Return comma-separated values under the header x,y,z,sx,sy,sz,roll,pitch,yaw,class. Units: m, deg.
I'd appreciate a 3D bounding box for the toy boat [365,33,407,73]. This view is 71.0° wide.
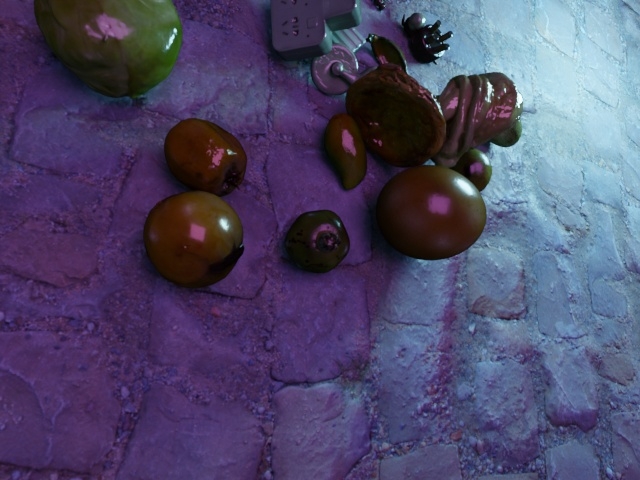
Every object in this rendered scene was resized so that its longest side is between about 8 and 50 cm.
x,y,z,sx,sy,sz,roll,pitch,yaw,class
0.240,-0.611,1.532,0.229,0.089,0.088,51,47,-11,toy boat

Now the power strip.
x,y,z,sx,sy,sz,roll,pitch,yaw,class
-0.008,-0.671,1.346,0.262,0.141,0.229,-4,88,16,power strip

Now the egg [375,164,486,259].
x,y,z,sx,sy,sz,roll,pitch,yaw,class
0.329,-0.081,1.336,0.352,0.283,0.282,2,77,-27,egg

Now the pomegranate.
x,y,z,sx,sy,sz,roll,pitch,yaw,class
0.000,0.000,1.194,0.180,0.210,0.179,1,87,-14,pomegranate

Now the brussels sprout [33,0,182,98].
x,y,z,sx,sy,sz,roll,pitch,yaw,class
-0.492,-0.495,1.056,0.329,0.247,0.327,13,57,-20,brussels sprout

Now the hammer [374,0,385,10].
x,y,z,sx,sy,sz,roll,pitch,yaw,class
0.296,-0.931,1.678,0.292,0.029,0.058,-40,99,-30,hammer

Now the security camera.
x,y,z,sx,sy,sz,roll,pitch,yaw,class
0.111,-0.505,1.421,0.302,0.080,0.157,25,99,-20,security camera

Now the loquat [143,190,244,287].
x,y,z,sx,sy,sz,roll,pitch,yaw,class
-0.291,-0.004,1.041,0.235,0.235,0.234,7,75,-25,loquat

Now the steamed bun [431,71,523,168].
x,y,z,sx,sy,sz,roll,pitch,yaw,class
0.465,-0.411,1.455,0.372,0.325,0.230,-38,98,-5,steamed bun

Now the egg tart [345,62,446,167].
x,y,z,sx,sy,sz,roll,pitch,yaw,class
0.236,-0.372,1.337,0.341,0.341,0.129,47,63,-9,egg tart

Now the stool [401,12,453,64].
x,y,z,sx,sy,sz,roll,pitch,yaw,class
0.385,-0.742,1.624,0.125,0.121,0.217,-43,103,-27,stool

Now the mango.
x,y,z,sx,sy,sz,roll,pitch,yaw,class
0.075,-0.270,1.357,0.126,0.111,0.232,-9,94,-17,mango

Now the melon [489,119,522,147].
x,y,z,sx,sy,sz,roll,pitch,yaw,class
0.670,-0.437,1.676,0.192,0.139,0.139,48,62,-12,melon

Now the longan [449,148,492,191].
x,y,z,sx,sy,sz,roll,pitch,yaw,class
0.520,-0.240,1.560,0.145,0.176,0.154,21,106,10,longan

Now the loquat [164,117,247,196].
x,y,z,sx,sy,sz,roll,pitch,yaw,class
-0.282,-0.201,1.111,0.234,0.176,0.187,43,34,13,loquat

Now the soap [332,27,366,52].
x,y,z,sx,sy,sz,roll,pitch,yaw,class
0.039,-0.681,1.461,0.198,0.067,0.119,46,62,-9,soap
